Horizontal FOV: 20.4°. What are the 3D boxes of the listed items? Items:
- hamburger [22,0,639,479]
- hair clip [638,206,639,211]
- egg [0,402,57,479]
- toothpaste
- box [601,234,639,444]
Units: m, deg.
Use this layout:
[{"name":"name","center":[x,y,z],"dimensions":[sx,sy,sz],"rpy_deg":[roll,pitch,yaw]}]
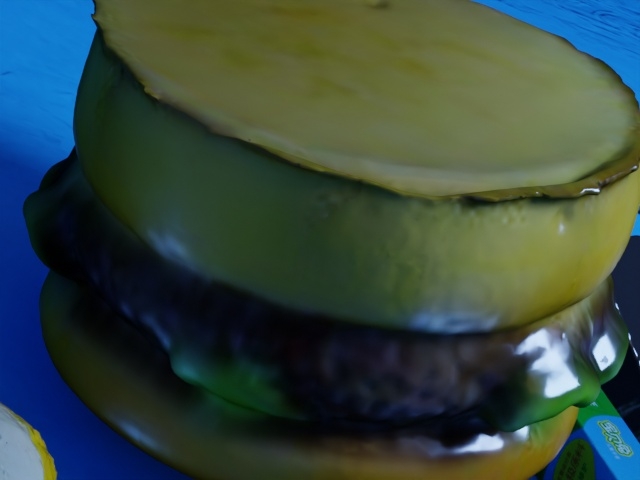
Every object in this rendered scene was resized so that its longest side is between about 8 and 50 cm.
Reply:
[{"name":"hamburger","center":[0.000,0.000,1.162],"dimensions":[0.395,0.277,0.396],"rpy_deg":[11,25,-5]},{"name":"hair clip","center":[0.264,-0.072,1.788],"dimensions":[0.275,0.048,0.083],"rpy_deg":[20,25,-20]},{"name":"egg","center":[-0.250,0.140,0.803],"dimensions":[0.337,0.201,0.337],"rpy_deg":[22,27,-12]},{"name":"toothpaste","center":[0.220,0.201,1.278],"dimensions":[0.050,0.065,0.267],"rpy_deg":[6,36,-32]},{"name":"box","center":[0.354,0.097,1.507],"dimensions":[0.350,0.058,0.211],"rpy_deg":[0,64,-44]}]
